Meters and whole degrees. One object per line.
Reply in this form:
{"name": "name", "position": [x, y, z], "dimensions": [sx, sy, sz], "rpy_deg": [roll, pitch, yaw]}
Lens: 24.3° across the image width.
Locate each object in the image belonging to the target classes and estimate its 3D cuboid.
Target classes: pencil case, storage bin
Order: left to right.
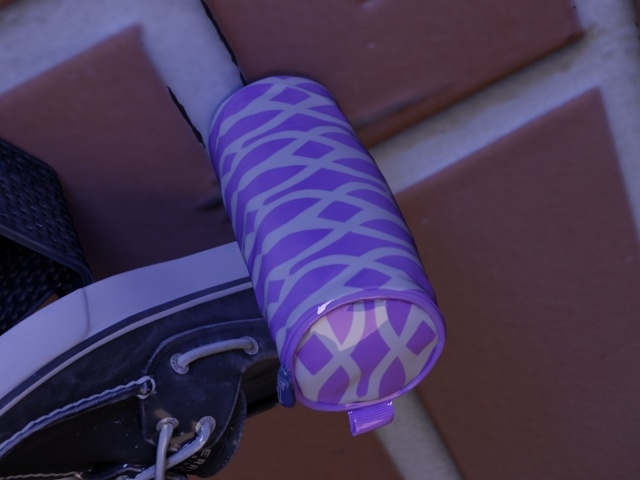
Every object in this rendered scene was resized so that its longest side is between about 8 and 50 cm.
{"name": "storage bin", "position": [-0.217, -0.001, 0.734], "dimensions": [0.122, 0.084, 0.180], "rpy_deg": [-42, 137, 16]}
{"name": "pencil case", "position": [0.000, 0.000, 0.760], "dimensions": [0.086, 0.206, 0.088], "rpy_deg": [-17, 132, -3]}

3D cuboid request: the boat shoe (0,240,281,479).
{"name": "boat shoe", "position": [-0.086, 0.081, 0.775], "dimensions": [0.108, 0.102, 0.301], "rpy_deg": [-46, 165, 32]}
